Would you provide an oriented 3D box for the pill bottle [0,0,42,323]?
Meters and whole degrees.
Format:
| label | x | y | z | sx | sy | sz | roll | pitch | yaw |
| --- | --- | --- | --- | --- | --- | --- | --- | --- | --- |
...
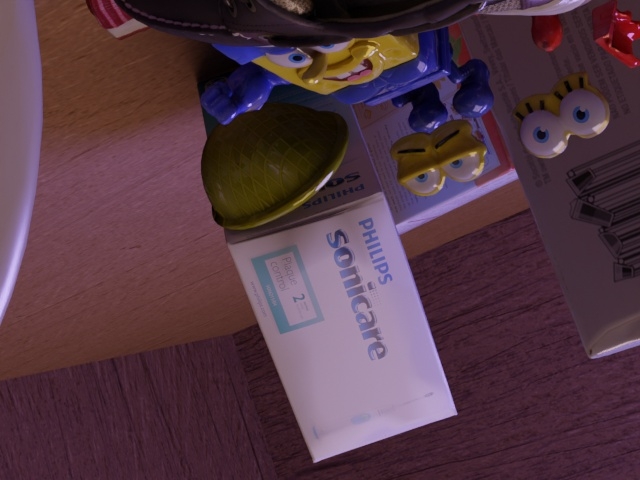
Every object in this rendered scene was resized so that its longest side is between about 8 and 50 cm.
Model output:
| label | x | y | z | sx | sy | sz | roll | pitch | yaw |
| --- | --- | --- | --- | --- | --- | --- | --- | --- | --- |
| pill bottle | -0.279 | -0.045 | 0.403 | 0.392 | 0.224 | 0.224 | 10 | -169 | 36 |

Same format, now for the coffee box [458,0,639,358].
| label | x | y | z | sx | sy | sz | roll | pitch | yaw |
| --- | --- | --- | --- | --- | --- | --- | --- | --- | --- |
| coffee box | 0.337 | -0.129 | 1.232 | 0.338 | 0.337 | 0.334 | -22 | 172 | 23 |

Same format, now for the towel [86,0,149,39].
| label | x | y | z | sx | sy | sz | roll | pitch | yaw |
| --- | --- | --- | --- | --- | --- | --- | --- | --- | --- |
| towel | -0.038 | -0.208 | 0.954 | 0.237 | 0.037 | 0.329 | -20 | 174 | -4 |

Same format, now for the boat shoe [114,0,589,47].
| label | x | y | z | sx | sy | sz | roll | pitch | yaw |
| --- | --- | --- | --- | --- | --- | --- | --- | --- | --- |
| boat shoe | -0.003 | -0.140 | 0.763 | 0.285 | 0.102 | 0.092 | 6 | -169 | 36 |

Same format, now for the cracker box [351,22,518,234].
| label | x | y | z | sx | sy | sz | roll | pitch | yaw |
| --- | --- | --- | --- | --- | --- | --- | --- | --- | --- |
| cracker box | 0.093 | -0.102 | 1.522 | 0.067 | 0.155 | 0.232 | -12 | 170 | -44 |

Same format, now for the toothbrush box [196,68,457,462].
| label | x | y | z | sx | sy | sz | roll | pitch | yaw |
| --- | --- | --- | --- | --- | --- | --- | --- | --- | --- |
| toothbrush box | 0.000 | 0.000 | 1.325 | 0.126 | 0.216 | 0.295 | -19 | -149 | 1 |

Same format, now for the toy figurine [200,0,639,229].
| label | x | y | z | sx | sy | sz | roll | pitch | yaw |
| --- | --- | --- | --- | --- | --- | --- | --- | --- | --- |
| toy figurine | -0.001 | -0.150 | 1.034 | 0.362 | 0.191 | 0.217 | -17 | 148 | 39 |
